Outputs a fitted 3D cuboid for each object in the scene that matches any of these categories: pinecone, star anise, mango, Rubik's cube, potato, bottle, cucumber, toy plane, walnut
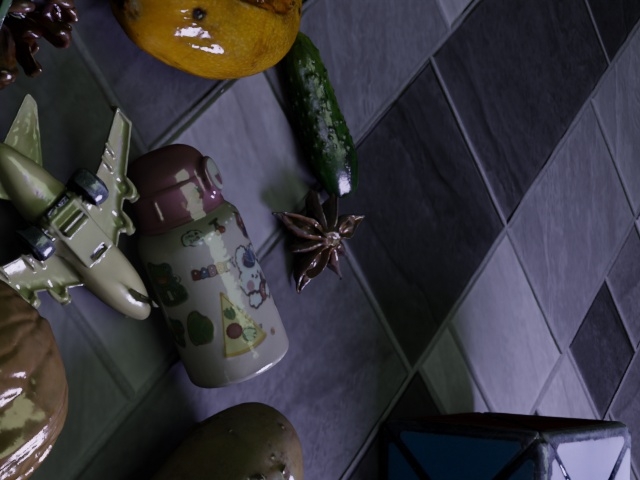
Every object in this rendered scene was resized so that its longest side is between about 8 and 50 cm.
[{"bbox_3d":[-0.293,-0.232,0.991,0.179,0.149,0.195,2,89,-54],"label":"pinecone"},{"bbox_3d":[0.007,-0.008,1.387,0.129,0.056,0.124,-28,111,-31],"label":"star anise"},{"bbox_3d":[-0.108,-0.267,1.229,0.294,0.120,0.177,-4,92,-50],"label":"mango"},{"bbox_3d":[0.248,0.365,1.488,0.254,0.259,0.260,5,82,-48],"label":"Rubik's cube"},{"bbox_3d":[-0.113,0.281,1.154,0.165,0.165,0.262,47,59,-36],"label":"potato"},{"bbox_3d":[-0.126,0.022,1.183,0.120,0.120,0.253,-36,113,-45],"label":"bottle"},{"bbox_3d":[-0.004,-0.159,1.386,0.069,0.069,0.228,-31,107,-46],"label":"cucumber"},{"bbox_3d":[-0.241,-0.008,1.078,0.242,0.104,0.256,-51,118,-21],"label":"toy plane"},{"bbox_3d":[-0.316,0.129,0.891,0.228,0.228,0.228,6,82,-49],"label":"walnut"}]

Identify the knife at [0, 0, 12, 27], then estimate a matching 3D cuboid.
[{"bbox_3d":[-0.328,-0.086,0.931,0.043,0.020,0.293,24,99,-25],"label":"knife"}]
